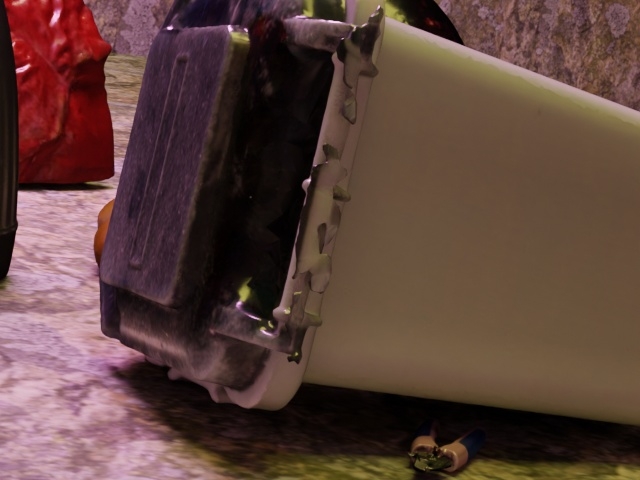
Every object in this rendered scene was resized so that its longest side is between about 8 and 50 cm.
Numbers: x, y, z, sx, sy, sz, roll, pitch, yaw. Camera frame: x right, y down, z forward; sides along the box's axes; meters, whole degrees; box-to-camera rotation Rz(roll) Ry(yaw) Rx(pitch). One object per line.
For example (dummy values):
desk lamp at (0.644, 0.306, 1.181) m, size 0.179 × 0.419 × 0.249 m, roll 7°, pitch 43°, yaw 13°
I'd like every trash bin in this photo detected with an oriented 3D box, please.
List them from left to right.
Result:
trash bin at (0.081, -0.006, 1.132) m, size 0.368 × 0.256 × 0.296 m, roll 14°, pitch -2°, yaw -22°

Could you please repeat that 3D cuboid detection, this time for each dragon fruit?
dragon fruit at (-0.384, -0.201, 1.874) m, size 0.240 × 0.330 × 0.302 m, roll -13°, pitch -6°, yaw 43°

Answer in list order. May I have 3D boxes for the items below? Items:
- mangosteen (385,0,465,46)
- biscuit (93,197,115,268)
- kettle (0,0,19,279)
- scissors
mangosteen at (0.024, -0.150, 2.012) m, size 0.287 × 0.233 × 0.287 m, roll 3°, pitch 7°, yaw 0°
biscuit at (-0.083, -0.035, 1.521) m, size 0.208 × 0.047 × 0.164 m, roll -20°, pitch 9°, yaw -3°
kettle at (-0.321, -0.118, 1.336) m, size 0.251 × 0.271 × 0.207 m, roll 3°, pitch 11°, yaw -41°
scissors at (0.067, 0.116, 1.063) m, size 0.039 × 0.012 × 0.113 m, roll 11°, pitch 8°, yaw 12°
